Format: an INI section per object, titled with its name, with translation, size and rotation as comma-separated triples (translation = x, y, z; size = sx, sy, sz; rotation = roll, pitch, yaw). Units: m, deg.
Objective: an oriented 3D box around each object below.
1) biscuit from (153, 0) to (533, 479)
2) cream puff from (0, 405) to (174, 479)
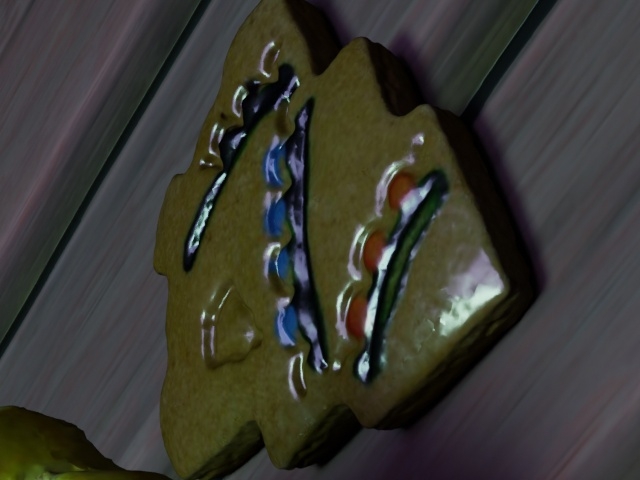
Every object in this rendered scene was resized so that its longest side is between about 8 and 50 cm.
[biscuit]
translation = -0.001, 0.000, 0.946
size = 0.301, 0.043, 0.278
rotation = 4, 84, 53
[cream puff]
translation = -0.129, 0.218, 0.808
size = 0.274, 0.270, 0.323
rotation = -12, 36, 41
